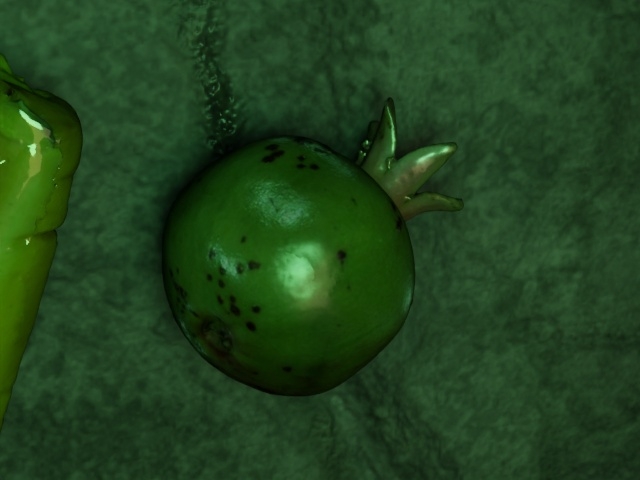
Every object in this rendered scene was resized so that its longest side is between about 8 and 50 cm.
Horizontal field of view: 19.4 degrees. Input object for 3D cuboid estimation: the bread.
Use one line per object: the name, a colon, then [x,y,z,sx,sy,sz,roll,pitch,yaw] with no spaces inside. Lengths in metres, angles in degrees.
bread: [-0.269,0.048,1.207,0.166,0.112,0.383,16,108,-7]

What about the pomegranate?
pomegranate: [0.000,0.000,1.288,0.224,0.181,0.181,-36,125,-28]
